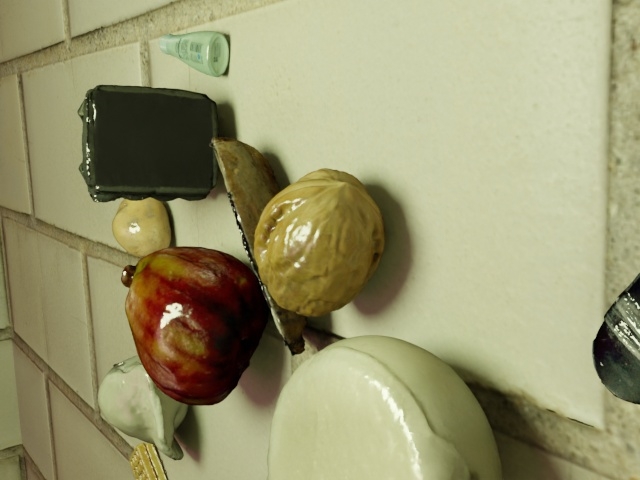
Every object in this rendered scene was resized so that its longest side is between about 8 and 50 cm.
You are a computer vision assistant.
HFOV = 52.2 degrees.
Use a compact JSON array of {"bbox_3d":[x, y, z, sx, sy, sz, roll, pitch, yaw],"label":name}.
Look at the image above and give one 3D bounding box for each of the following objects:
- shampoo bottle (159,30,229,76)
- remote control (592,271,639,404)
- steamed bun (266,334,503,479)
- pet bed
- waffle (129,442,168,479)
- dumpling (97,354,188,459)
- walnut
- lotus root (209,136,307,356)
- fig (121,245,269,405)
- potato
[{"bbox_3d":[-0.216,-0.319,1.095,0.191,0.041,0.069,27,123,48],"label":"shampoo bottle"},{"bbox_3d":[0.296,0.025,0.476,0.090,0.066,0.266,-113,33,-41],"label":"remote control"},{"bbox_3d":[0.076,0.245,0.700,0.283,0.177,0.283,-13,73,48],"label":"steamed bun"},{"bbox_3d":[-0.277,-0.154,1.047,0.159,0.211,0.183,-179,87,-68],"label":"pet bed"},{"bbox_3d":[-0.385,0.541,1.484,0.148,0.042,0.102,61,139,25],"label":"waffle"},{"bbox_3d":[-0.331,0.335,1.310,0.175,0.243,0.227,-37,83,8],"label":"dumpling"},{"bbox_3d":[0.000,0.000,0.783,0.155,0.155,0.184,56,135,30],"label":"walnut"},{"bbox_3d":[-0.071,-0.002,0.928,0.167,0.078,0.329,80,169,-75],"label":"lotus root"},{"bbox_3d":[-0.191,0.120,1.015,0.224,0.224,0.263,-56,50,42],"label":"fig"},{"bbox_3d":[-0.349,-0.028,1.278,0.112,0.112,0.147,-57,46,42],"label":"potato"}]
